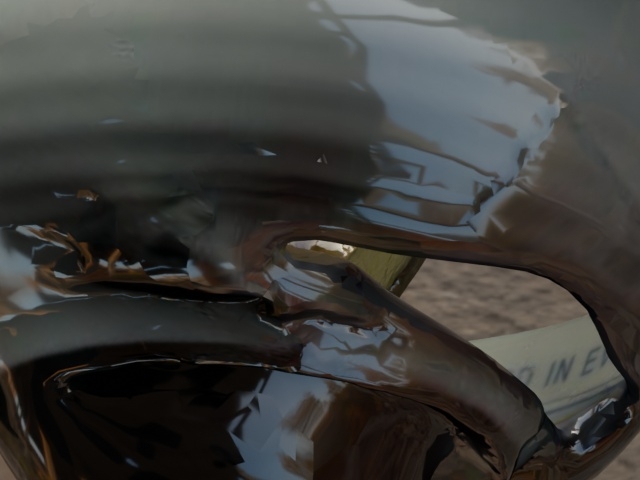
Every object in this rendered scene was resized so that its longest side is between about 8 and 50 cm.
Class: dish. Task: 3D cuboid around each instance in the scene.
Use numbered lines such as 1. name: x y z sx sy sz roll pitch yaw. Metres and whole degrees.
1. dish: -0.016 0.036 0.452 0.273 0.273 0.134 -10 61 27

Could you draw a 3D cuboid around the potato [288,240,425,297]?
1. potato: 0.000 0.000 0.723 0.066 0.103 0.096 31 88 16
